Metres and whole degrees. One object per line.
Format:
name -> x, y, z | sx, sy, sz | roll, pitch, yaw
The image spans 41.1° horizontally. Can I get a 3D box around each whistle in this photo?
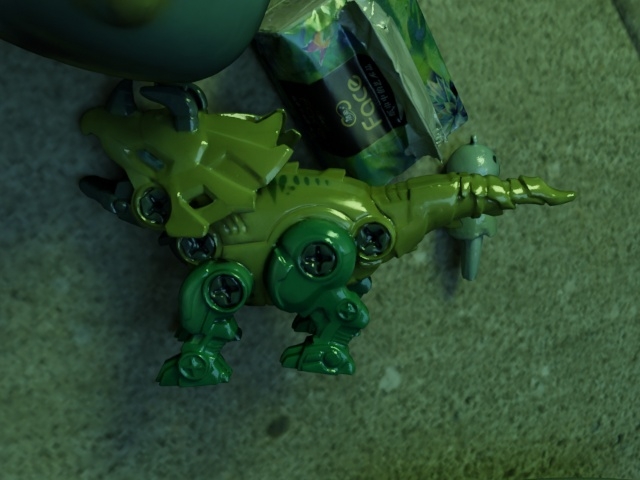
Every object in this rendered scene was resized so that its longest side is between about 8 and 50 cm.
whistle -> 0.101, -0.022, 0.569 | 0.035, 0.035, 0.100 | -12, 113, -26

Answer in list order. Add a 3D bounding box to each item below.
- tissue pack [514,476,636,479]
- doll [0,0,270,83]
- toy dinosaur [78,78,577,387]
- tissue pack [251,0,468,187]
tissue pack -> 0.170, 0.284, 0.587 | 0.333, 0.229, 0.236 | 6, 103, -31
doll -> -0.045, -0.191, 0.304 | 0.177, 0.162, 0.261 | 19, 128, -31
toy dinosaur -> 0.000, 0.000, 0.454 | 0.259, 0.094, 0.153 | 5, 109, 2
tissue pack -> 0.028, -0.092, 0.478 | 0.085, 0.079, 0.111 | -38, 120, -14
